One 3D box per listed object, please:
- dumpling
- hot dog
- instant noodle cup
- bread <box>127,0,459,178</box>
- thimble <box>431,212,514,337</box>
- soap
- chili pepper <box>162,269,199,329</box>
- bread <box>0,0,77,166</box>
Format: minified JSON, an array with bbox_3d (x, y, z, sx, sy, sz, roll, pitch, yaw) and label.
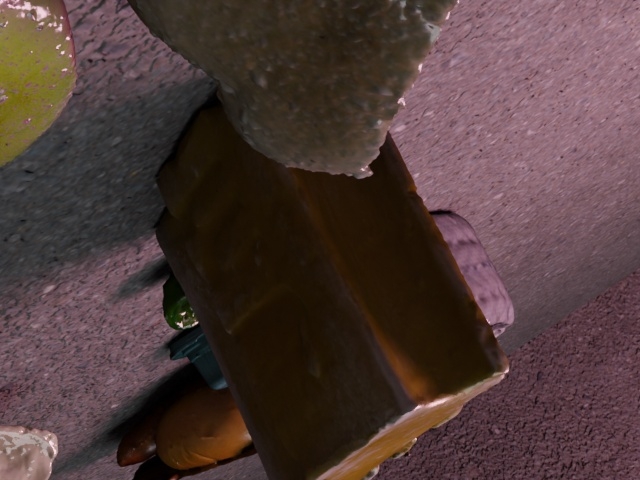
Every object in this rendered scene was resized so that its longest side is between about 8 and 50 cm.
[{"bbox_3d":[-0.361,0.234,1.259,0.155,0.111,0.181,30,95,-40],"label":"dumpling"},{"bbox_3d":[-0.139,0.222,1.582,0.326,0.107,0.194,-28,-175,14],"label":"hot dog"},{"bbox_3d":[-0.063,0.106,1.439,0.179,0.070,0.157,-35,166,31],"label":"instant noodle cup"},{"bbox_3d":[-0.005,-0.156,0.606,0.183,0.102,0.337,16,149,-8],"label":"bread"},{"bbox_3d":[0.117,0.081,1.561,0.217,0.157,0.245,-37,163,17],"label":"thimble"},{"bbox_3d":[-0.010,0.041,0.985,0.143,0.281,0.259,-18,160,-33],"label":"soap"},{"bbox_3d":[-0.039,0.003,1.209,0.257,0.074,0.100,-24,166,-9],"label":"chili pepper"},{"bbox_3d":[-0.228,-0.070,0.697,0.228,0.033,0.228,-28,162,-10],"label":"bread"}]
